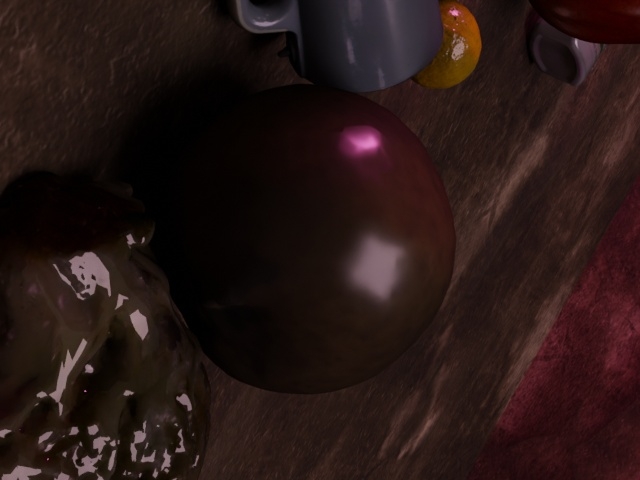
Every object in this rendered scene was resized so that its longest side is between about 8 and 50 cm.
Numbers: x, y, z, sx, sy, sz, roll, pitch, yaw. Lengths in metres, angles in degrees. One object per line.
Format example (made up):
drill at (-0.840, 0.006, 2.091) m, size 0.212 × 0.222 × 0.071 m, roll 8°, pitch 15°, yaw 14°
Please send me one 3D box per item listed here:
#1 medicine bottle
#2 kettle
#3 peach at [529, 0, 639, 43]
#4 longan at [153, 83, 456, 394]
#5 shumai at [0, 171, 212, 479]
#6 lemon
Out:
medicine bottle at (0.453, -0.401, 1.783) m, size 0.296 × 0.111 × 0.161 m, roll -55°, pitch 156°, yaw -13°
kettle at (0.003, -0.271, 1.055) m, size 0.210 × 0.160 × 0.243 m, roll -25°, pitch 140°, yaw -7°
peach at (0.411, -0.383, 1.526) m, size 0.245 × 0.274 × 0.249 m, roll -33°, pitch 139°, yaw -51°
longan at (-0.015, -0.002, 1.081) m, size 0.319 × 0.319 × 0.319 m, roll -44°, pitch 151°, yaw -32°
shumai at (-0.200, 0.110, 0.961) m, size 0.346 × 0.217 × 0.283 m, roll -12°, pitch 129°, yaw -55°
lemon at (0.142, -0.240, 1.361) m, size 0.109 × 0.109 × 0.133 m, roll -58°, pitch 159°, yaw -4°
